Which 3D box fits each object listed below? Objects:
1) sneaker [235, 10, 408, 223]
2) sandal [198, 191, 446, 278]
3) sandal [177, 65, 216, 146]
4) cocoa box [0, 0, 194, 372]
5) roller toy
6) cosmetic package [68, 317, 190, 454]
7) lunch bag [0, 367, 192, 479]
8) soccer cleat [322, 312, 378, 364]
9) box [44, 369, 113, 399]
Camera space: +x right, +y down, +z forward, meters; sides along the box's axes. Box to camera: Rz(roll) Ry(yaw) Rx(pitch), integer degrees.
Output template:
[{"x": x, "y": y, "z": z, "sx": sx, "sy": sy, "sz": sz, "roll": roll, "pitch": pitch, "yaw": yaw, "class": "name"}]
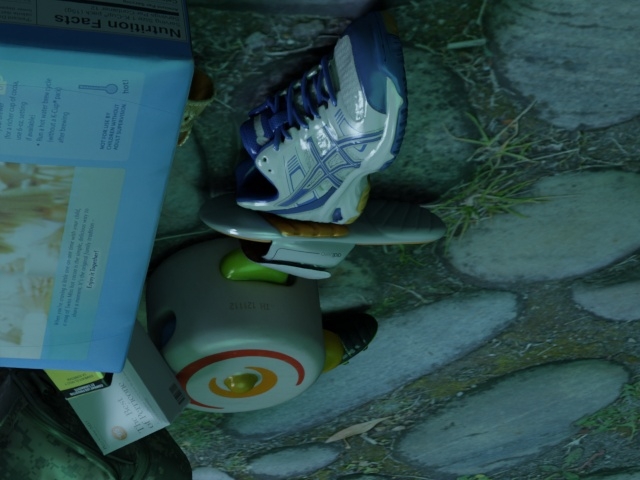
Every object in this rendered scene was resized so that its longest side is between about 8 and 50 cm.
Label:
[{"x": -0.005, "y": -0.102, "z": 1.620, "sx": 0.131, "sy": 0.112, "sz": 0.296, "roll": 1, "pitch": 147, "yaw": -14, "class": "sneaker"}, {"x": 0.004, "y": 0.004, "z": 1.790, "sx": 0.265, "sy": 0.102, "sz": 0.076, "roll": 3, "pitch": 113, "yaw": -20, "class": "sandal"}, {"x": -0.134, "y": -0.136, "z": 1.558, "sx": 0.079, "sy": 0.088, "sz": 0.240, "roll": -6, "pitch": 144, "yaw": 3, "class": "sandal"}, {"x": -0.244, "y": -0.091, "z": 1.365, "sx": 0.231, "sy": 0.228, "sz": 0.347, "roll": 4, "pitch": 134, "yaw": -15, "class": "cocoa box"}, {"x": -0.092, "y": 0.101, "z": 1.900, "sx": 0.191, "sy": 0.146, "sz": 0.209, "roll": -18, "pitch": 148, "yaw": 18, "class": "roller toy"}, {"x": -0.245, "y": 0.100, "z": 1.809, "sx": 0.099, "sy": 0.060, "sz": 0.239, "roll": -27, "pitch": 101, "yaw": 30, "class": "cosmetic package"}, {"x": -0.343, "y": 0.302, "z": 2.022, "sx": 0.305, "sy": 0.212, "sz": 0.256, "roll": -51, "pitch": 138, "yaw": 10, "class": "lunch bag"}, {"x": -0.020, "y": 0.119, "z": 2.036, "sx": 0.179, "sy": 0.060, "sz": 0.072, "roll": -18, "pitch": 135, "yaw": 18, "class": "soccer cleat"}, {"x": -0.273, "y": 0.041, "z": 1.662, "sx": 0.058, "sy": 0.087, "sz": 0.232, "roll": -18, "pitch": 125, "yaw": 21, "class": "box"}]
